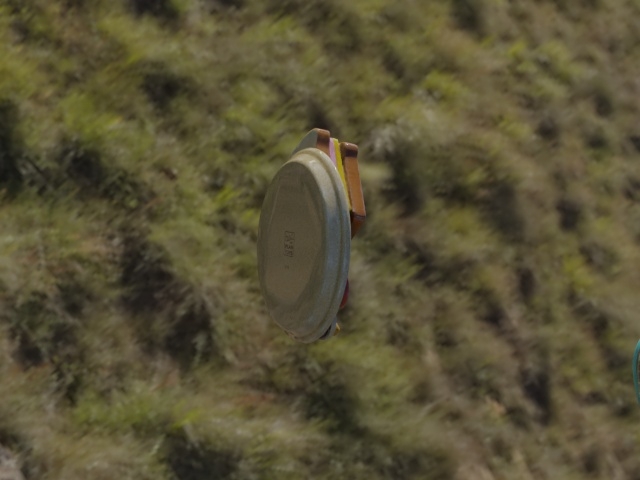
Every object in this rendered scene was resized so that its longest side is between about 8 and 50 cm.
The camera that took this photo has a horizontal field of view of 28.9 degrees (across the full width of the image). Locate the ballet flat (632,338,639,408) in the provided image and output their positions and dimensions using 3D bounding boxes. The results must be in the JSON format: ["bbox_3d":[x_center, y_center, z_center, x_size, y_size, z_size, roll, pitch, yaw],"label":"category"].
[{"bbox_3d":[0.366,0.203,1.017,0.349,0.123,0.123,60,27,-28],"label":"ballet flat"}]

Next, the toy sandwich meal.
[{"bbox_3d":[0.000,0.000,0.496,0.029,0.085,0.086,2,56,-26],"label":"toy sandwich meal"}]
